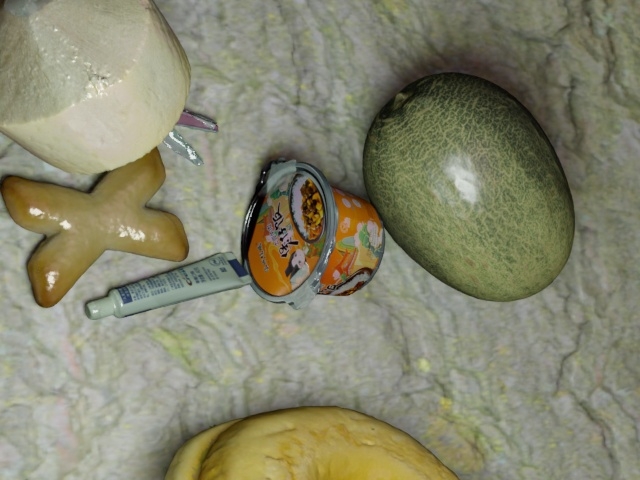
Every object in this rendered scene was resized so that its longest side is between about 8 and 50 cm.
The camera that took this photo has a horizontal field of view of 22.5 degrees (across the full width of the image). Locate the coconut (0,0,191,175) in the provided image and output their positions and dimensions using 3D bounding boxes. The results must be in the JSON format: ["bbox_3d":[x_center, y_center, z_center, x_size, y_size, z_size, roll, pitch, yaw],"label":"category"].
[{"bbox_3d":[-0.282,-0.210,1.840,0.244,0.239,0.239,47,57,-59],"label":"coconut"}]

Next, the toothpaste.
[{"bbox_3d":[-0.189,0.060,1.988,0.216,0.037,0.062,-17,54,-28],"label":"toothpaste"}]

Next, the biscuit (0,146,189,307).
[{"bbox_3d":[-0.271,-0.025,1.953,0.208,0.047,0.164,-19,91,-27],"label":"biscuit"}]

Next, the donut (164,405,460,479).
[{"bbox_3d":[0.018,0.362,1.882,0.449,0.198,0.449,24,31,-15],"label":"donut"}]

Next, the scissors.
[{"bbox_3d":[-0.216,-0.162,2.017,0.187,0.020,0.133,29,77,-21],"label":"scissors"}]

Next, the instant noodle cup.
[{"bbox_3d":[0.000,0.000,2.036,0.125,0.178,0.208,14,64,-40],"label":"instant noodle cup"}]

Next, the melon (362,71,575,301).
[{"bbox_3d":[0.196,-0.066,2.093,0.248,0.248,0.329,-45,111,-25],"label":"melon"}]
